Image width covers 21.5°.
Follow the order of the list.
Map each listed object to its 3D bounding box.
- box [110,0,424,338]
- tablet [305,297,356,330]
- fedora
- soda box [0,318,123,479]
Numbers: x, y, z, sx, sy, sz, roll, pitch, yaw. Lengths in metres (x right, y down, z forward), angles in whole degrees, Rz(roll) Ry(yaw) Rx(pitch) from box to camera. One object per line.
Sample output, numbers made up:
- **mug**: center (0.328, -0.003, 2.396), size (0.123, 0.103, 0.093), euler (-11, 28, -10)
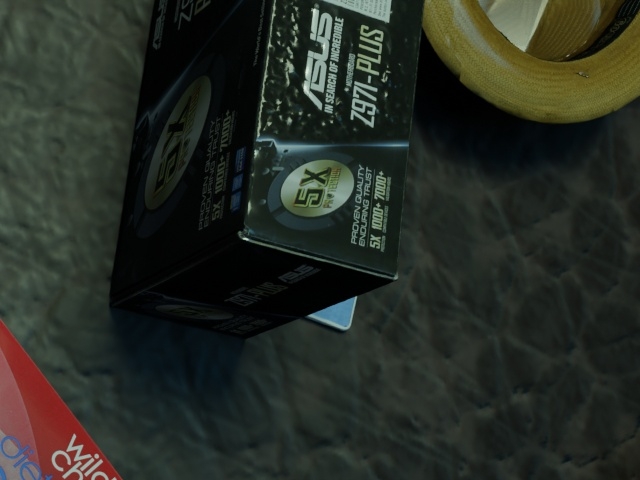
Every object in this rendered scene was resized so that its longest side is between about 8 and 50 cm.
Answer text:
- **box**: center (-0.024, -0.060, 0.785), size (0.077, 0.147, 0.180), euler (15, 71, -25)
- **tablet**: center (0.000, 0.000, 0.865), size (0.054, 0.006, 0.083), euler (22, 68, -23)
- **fedora**: center (0.114, -0.152, 0.927), size (0.194, 0.079, 0.194), euler (4, 81, -25)
- **soda box**: center (-0.152, 0.094, 0.703), size (0.083, 0.092, 0.263), euler (-39, 98, -31)
